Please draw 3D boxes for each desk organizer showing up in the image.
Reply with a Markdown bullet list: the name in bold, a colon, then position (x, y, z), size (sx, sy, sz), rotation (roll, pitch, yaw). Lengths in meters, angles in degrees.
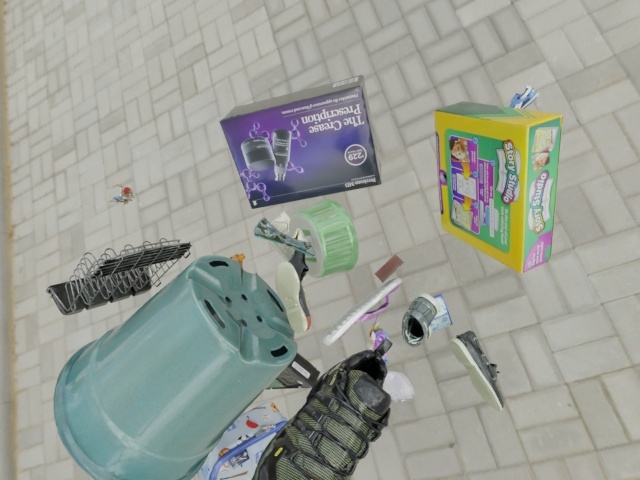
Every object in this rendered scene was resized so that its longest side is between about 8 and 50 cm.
- **desk organizer**: position (0.297, 0.121, 1.814), size (0.130, 0.047, 0.050), rotation (-44, 74, 2)

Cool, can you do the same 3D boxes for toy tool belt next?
- **toy tool belt**: position (-0.504, -0.118, 1.074), size (0.083, 0.051, 0.052), rotation (-7, 80, 18)

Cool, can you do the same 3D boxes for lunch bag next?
- **lunch bag**: position (-0.179, 0.564, 1.058), size (0.115, 0.243, 0.304), rotation (34, 127, 43)
- **lunch bag**: position (0.480, 0.310, 1.796), size (0.128, 0.096, 0.151), rotation (-22, 113, 4)

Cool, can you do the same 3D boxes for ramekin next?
- **ramekin**: position (0.000, 0.000, 1.638), size (0.148, 0.303, 0.303), rotation (-19, 62, -29)

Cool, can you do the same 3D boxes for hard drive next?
- **hard drive**: position (-0.185, 0.381, 1.326), size (0.338, 0.237, 0.064), rotation (-27, 25, 49)

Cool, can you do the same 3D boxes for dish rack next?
- **dish rack**: position (-0.391, 0.058, 0.832), size (0.271, 0.208, 0.074), rotation (-35, 79, 39)

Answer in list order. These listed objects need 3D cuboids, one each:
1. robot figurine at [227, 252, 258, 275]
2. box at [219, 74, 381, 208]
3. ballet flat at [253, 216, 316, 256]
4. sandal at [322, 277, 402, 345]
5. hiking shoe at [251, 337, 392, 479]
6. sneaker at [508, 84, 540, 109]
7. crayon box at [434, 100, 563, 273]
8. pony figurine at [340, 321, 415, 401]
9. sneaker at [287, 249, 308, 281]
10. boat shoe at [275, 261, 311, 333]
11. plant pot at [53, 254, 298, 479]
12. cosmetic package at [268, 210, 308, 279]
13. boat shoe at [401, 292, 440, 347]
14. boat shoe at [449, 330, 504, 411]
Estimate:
- **robot figurine**: position (-0.286, 0.162, 1.533), size (0.085, 0.211, 0.291), rotation (-31, 23, 2)
- **box**: position (-0.029, -0.180, 0.795), size (0.261, 0.185, 0.103), rotation (-10, 31, 13)
- **ballet flat**: position (-0.084, -0.011, 1.113), size (0.070, 0.188, 0.070), rotation (-37, 43, 43)
- **sandal**: position (0.189, 0.310, 1.757), size (0.416, 0.169, 0.102), rotation (-40, 89, 5)
- **hiking shoe**: position (0.011, 0.177, 0.399), size (0.086, 0.227, 0.114), rotation (33, 119, 2)
- **sneaker**: position (0.669, -0.465, 1.429), size (0.059, 0.053, 0.144), rotation (47, 122, 0)
- **crayon box**: position (0.434, -0.147, 1.067), size (0.106, 0.363, 0.313), rotation (-21, 29, -16)
- **pony figurine**: position (0.183, 0.553, 1.694), size (0.302, 0.351, 0.364), rotation (17, 116, -8)
- **sneaker**: position (-0.072, 0.086, 1.550), size (0.089, 0.051, 0.170), rotation (27, 80, 26)
- **boat shoe**: position (-0.048, 0.105, 0.788), size (0.049, 0.043, 0.137), rotation (-17, 89, 18)
- **plant pot**: position (-0.243, 0.226, 0.800), size (0.334, 0.341, 0.341), rotation (-44, 65, 15)
- **cosmetic package**: position (-0.115, 0.019, 1.927), size (0.153, 0.129, 0.296), rotation (-40, 91, 6)
- **boat shoe**: position (0.323, 0.299, 1.451), size (0.116, 0.320, 0.099), rotation (36, 60, 22)
- **boat shoe**: position (0.641, 0.505, 1.651), size (0.113, 0.127, 0.340), rotation (-33, 87, -16)
